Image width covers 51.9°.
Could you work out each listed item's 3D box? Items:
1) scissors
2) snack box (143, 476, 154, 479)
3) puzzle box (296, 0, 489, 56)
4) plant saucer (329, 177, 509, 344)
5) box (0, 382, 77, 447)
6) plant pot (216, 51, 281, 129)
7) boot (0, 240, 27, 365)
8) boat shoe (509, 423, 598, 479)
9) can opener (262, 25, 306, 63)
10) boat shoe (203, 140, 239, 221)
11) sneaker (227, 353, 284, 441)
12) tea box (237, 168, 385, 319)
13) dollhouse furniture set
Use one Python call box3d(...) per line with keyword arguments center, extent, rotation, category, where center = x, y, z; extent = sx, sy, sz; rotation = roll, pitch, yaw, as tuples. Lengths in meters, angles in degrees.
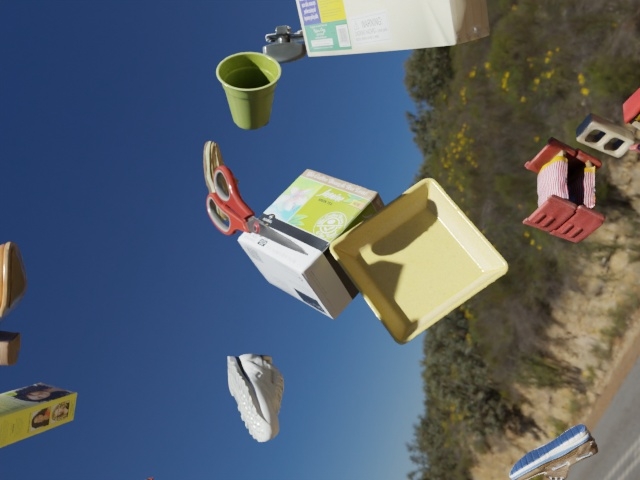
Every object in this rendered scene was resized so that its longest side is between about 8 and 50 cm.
box3d(center=(-0.105, -0.018, 1.031), extent=(0.021, 0.297, 0.109), rotation=(-8, -54, -37), category="scissors")
box3d(center=(-0.464, 0.692, 1.577), extent=(0.207, 0.174, 0.070), rotation=(-13, -45, -37), category="snack box")
box3d(center=(0.054, -0.382, 0.842), extent=(0.052, 0.409, 0.272), rotation=(-20, -69, -19), category="puzzle box")
box3d(center=(0.246, 0.055, 1.672), extent=(0.332, 0.333, 0.081), rotation=(-35, -27, -2), category="plant saucer")
box3d(center=(-0.528, 0.300, 1.123), extent=(0.232, 0.087, 0.058), rotation=(-2, -79, -73), category="box")
box3d(center=(-0.093, -0.193, 0.874), extent=(0.079, 0.083, 0.083), rotation=(92, -156, -50), category="plant pot")
box3d(center=(-0.764, 0.133, 1.423), extent=(0.109, 0.220, 0.284), rotation=(-98, 15, -77), category="boot")
box3d(center=(0.463, 0.440, 1.302), extent=(0.183, 0.066, 0.066), rotation=(-37, -5, 16), category="boat shoe")
box3d(center=(0.004, -0.474, 1.546), extent=(0.074, 0.280, 0.093), rotation=(-18, -78, -79), category="can opener")
box3d(center=(-0.221, -0.136, 1.508), extent=(0.068, 0.072, 0.190), rotation=(-75, -19, -63), category="boat shoe")
box3d(center=(-0.105, 0.275, 1.204), extent=(0.235, 0.094, 0.090), rotation=(-130, 42, -60), category="sneaker")
box3d(center=(0.000, 0.000, 1.928), extent=(0.323, 0.329, 0.220), rotation=(-46, -50, -18), category="tea box")
box3d(center=(0.628, -0.188, 1.487), extent=(0.374, 0.152, 0.201), rotation=(121, 166, -51), category="dollhouse furniture set")
